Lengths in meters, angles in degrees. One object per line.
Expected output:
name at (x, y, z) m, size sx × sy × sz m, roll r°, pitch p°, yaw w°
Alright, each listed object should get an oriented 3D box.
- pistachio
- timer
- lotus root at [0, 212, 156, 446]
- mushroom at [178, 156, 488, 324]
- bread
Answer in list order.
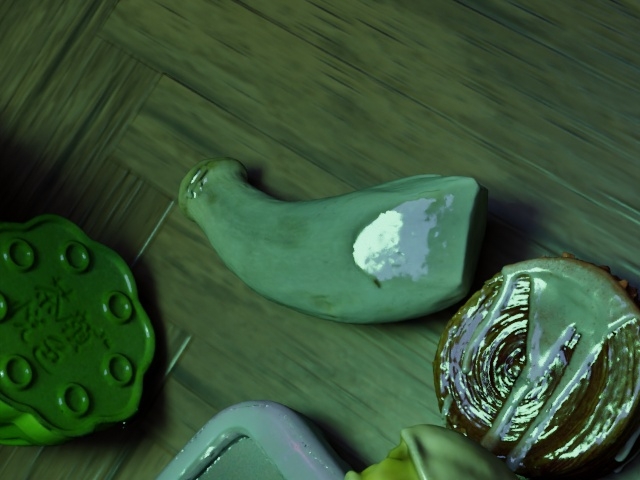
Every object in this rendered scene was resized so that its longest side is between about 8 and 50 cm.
pistachio at (0.093, 0.202, 1.015) m, size 0.117 × 0.200 × 0.145 m, roll -29°, pitch 39°, yaw -4°
timer at (-0.045, 0.229, 1.132) m, size 0.191 × 0.069 × 0.208 m, roll -48°, pitch 49°, yaw 7°
lotus root at (-0.248, 0.091, 1.242) m, size 0.186 × 0.186 × 0.186 m, roll -8°, pitch 71°, yaw 24°
mushroom at (0.000, 0.000, 1.175) m, size 0.270 × 0.103 × 0.118 m, roll 6°, pitch 77°, yaw 33°
bread at (0.160, 0.089, 1.084) m, size 0.161 × 0.073 × 0.160 m, roll -10°, pitch 69°, yaw 27°
